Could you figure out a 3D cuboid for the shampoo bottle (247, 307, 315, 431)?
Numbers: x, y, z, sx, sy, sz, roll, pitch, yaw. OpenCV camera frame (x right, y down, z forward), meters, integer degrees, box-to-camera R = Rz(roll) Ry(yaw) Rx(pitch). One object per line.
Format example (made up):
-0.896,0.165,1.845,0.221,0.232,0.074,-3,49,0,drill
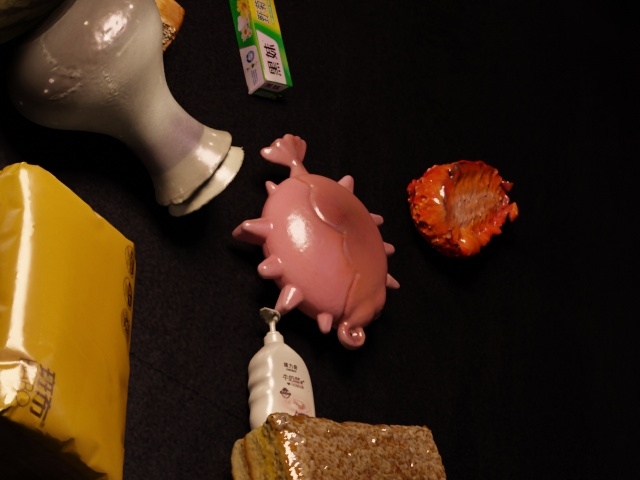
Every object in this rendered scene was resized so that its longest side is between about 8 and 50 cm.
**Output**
-0.044,0.143,1.813,0.077,0.045,0.152,18,50,-34,shampoo bottle

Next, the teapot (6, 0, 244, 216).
-0.199,-0.144,1.792,0.251,0.183,0.183,49,38,-24,teapot

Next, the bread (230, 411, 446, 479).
0.028,0.280,1.737,0.234,0.110,0.184,11,52,-41,bread

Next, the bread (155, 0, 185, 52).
-0.203,-0.245,1.926,0.083,0.076,0.070,36,31,-19,bread

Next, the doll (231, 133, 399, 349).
0.000,0.000,1.924,0.211,0.093,0.262,-11,70,-44,doll

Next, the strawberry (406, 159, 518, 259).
0.172,-0.037,2.138,0.188,0.082,0.121,-11,90,-57,strawberry

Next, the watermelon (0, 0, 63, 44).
-0.346,-0.344,1.697,0.279,0.279,0.359,40,40,-15,watermelon

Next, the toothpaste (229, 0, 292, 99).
-0.076,-0.255,2.081,0.043,0.037,0.178,12,54,-40,toothpaste

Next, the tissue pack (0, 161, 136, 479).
-0.260,0.093,1.536,0.192,0.134,0.271,47,33,-46,tissue pack
